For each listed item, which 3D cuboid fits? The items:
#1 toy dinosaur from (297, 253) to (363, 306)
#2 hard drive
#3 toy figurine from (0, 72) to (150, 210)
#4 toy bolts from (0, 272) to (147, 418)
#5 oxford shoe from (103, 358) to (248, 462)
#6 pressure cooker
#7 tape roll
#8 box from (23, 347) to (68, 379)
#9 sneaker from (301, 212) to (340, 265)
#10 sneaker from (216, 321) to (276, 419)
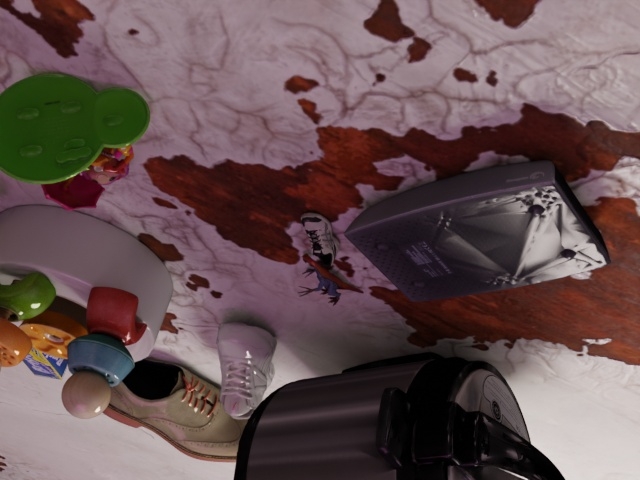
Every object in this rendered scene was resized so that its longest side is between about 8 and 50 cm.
[{"bbox_3d":[0.006,0.045,1.107,0.090,0.047,0.082,-19,136,-10],"label":"toy dinosaur"},{"bbox_3d":[0.173,-0.007,0.936,0.254,0.054,0.172,-14,137,36],"label":"hard drive"},{"bbox_3d":[-0.268,-0.096,0.947,0.173,0.130,0.159,-11,161,-6],"label":"toy figurine"},{"bbox_3d":[-0.348,0.157,1.092,0.228,0.158,0.218,7,146,11],"label":"toy bolts"},{"bbox_3d":[-0.230,0.296,1.471,0.348,0.123,0.130,19,141,-9],"label":"oxford shoe"},{"bbox_3d":[0.136,0.358,1.183,0.420,0.376,0.370,-14,179,31],"label":"pressure cooker"},{"bbox_3d":[-0.362,0.073,1.209,0.286,0.100,0.286,9,146,6],"label":"tape roll"},{"bbox_3d":[-0.495,0.180,1.454,0.059,0.054,0.169,6,146,12],"label":"box"},{"bbox_3d":[0.000,0.000,1.025,0.032,0.037,0.083,-6,140,30],"label":"sneaker"},{"bbox_3d":[-0.120,0.214,1.310,0.090,0.115,0.232,7,146,11],"label":"sneaker"}]
